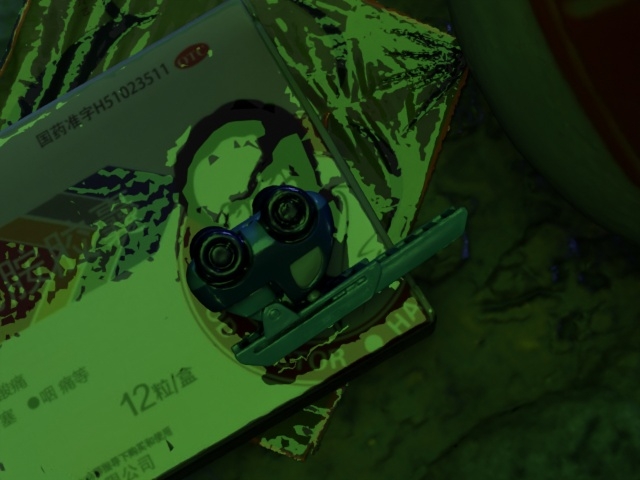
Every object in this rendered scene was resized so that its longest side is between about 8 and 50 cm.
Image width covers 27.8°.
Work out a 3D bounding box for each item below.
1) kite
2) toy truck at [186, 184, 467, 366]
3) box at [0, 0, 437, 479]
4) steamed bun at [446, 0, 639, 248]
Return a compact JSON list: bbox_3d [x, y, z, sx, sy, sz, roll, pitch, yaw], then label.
[{"bbox_3d":[-0.059,-0.055,0.758,0.327,0.013,0.378,-21,76,2],"label":"kite"},{"bbox_3d":[0.000,0.000,0.643,0.136,0.063,0.074,-34,96,-3],"label":"toy truck"},{"bbox_3d":[-0.140,0.044,0.709,0.353,0.069,0.214,-29,77,-2],"label":"box"},{"bbox_3d":[0.226,-0.137,0.555,0.374,0.241,0.374,9,122,14],"label":"steamed bun"}]
